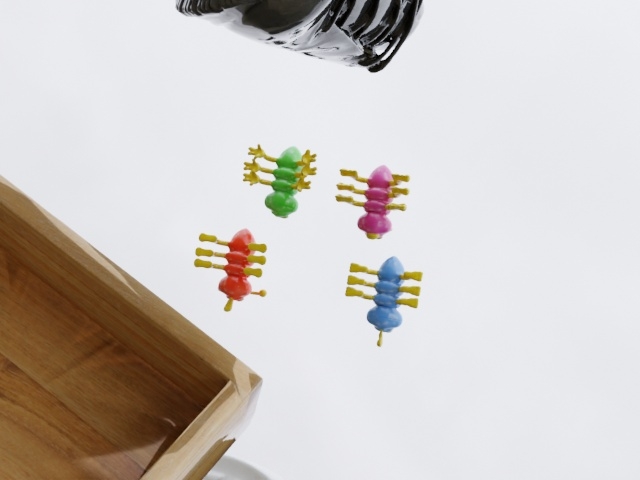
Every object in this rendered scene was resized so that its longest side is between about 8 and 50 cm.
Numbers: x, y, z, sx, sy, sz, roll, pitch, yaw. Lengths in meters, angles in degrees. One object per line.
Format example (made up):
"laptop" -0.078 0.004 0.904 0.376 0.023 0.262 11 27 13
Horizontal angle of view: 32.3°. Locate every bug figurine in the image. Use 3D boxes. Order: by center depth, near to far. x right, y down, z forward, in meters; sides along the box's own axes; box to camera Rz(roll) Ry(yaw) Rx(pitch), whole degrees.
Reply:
"bug figurine" 0.000 0.000 1.316 0.279 0.216 0.072 12 -6 17

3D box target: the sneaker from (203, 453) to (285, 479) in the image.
"sneaker" 0.011 0.327 0.982 0.322 0.130 0.236 23 -20 39

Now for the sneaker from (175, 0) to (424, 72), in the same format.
"sneaker" 0.002 -0.142 0.574 0.130 0.109 0.286 29 12 -11

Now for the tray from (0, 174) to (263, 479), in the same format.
"tray" -0.256 0.035 0.594 0.411 0.203 0.076 37 -30 11
